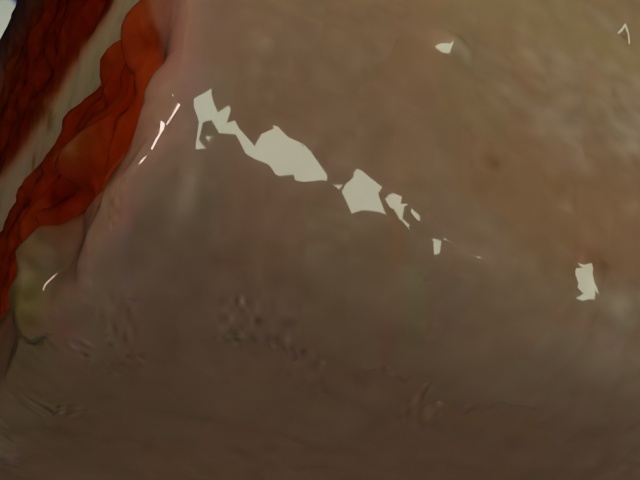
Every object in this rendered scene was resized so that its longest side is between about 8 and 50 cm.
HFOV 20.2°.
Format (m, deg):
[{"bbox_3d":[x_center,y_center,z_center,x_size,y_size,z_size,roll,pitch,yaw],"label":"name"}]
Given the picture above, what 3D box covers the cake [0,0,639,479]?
[{"bbox_3d":[0.000,0.000,0.605,0.230,0.309,0.237,20,53,-16],"label":"cake"}]
